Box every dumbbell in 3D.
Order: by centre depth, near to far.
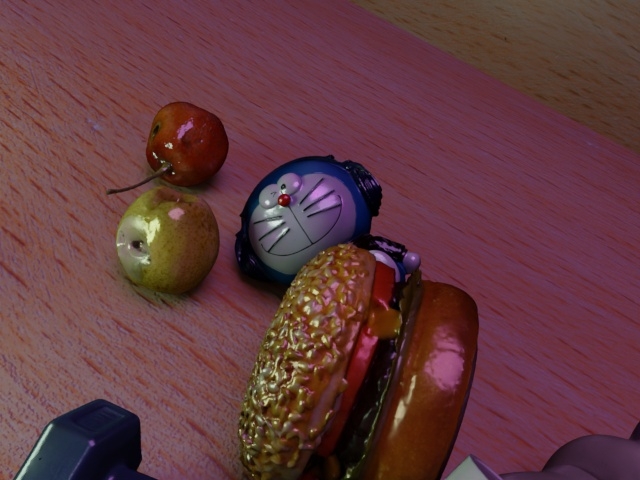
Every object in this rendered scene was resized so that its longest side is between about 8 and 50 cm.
[{"bbox_3d":[-0.152,0.292,0.595,0.325,0.159,0.144,19,37,13],"label":"dumbbell"}]

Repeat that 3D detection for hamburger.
[{"bbox_3d":[0.043,0.172,0.726,0.250,0.329,0.330,19,38,8],"label":"hamburger"}]

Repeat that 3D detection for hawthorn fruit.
[{"bbox_3d":[-0.291,-0.154,1.107,0.165,0.165,0.285,24,45,3],"label":"hawthorn fruit"}]

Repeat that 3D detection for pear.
[{"bbox_3d":[-0.246,-0.003,0.931,0.178,0.178,0.178,12,40,-11],"label":"pear"}]

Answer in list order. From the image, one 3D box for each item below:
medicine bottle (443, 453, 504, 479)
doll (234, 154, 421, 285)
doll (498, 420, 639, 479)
[{"bbox_3d":[0.087,0.355,0.556,0.111,0.296,0.161,41,-1,24],"label":"medicine bottle"},{"bbox_3d":[0.000,0.000,0.992,0.310,0.284,0.240,51,6,14],"label":"doll"},{"bbox_3d":[0.308,0.374,0.704,0.371,0.214,0.226,-5,29,-25],"label":"doll"}]
